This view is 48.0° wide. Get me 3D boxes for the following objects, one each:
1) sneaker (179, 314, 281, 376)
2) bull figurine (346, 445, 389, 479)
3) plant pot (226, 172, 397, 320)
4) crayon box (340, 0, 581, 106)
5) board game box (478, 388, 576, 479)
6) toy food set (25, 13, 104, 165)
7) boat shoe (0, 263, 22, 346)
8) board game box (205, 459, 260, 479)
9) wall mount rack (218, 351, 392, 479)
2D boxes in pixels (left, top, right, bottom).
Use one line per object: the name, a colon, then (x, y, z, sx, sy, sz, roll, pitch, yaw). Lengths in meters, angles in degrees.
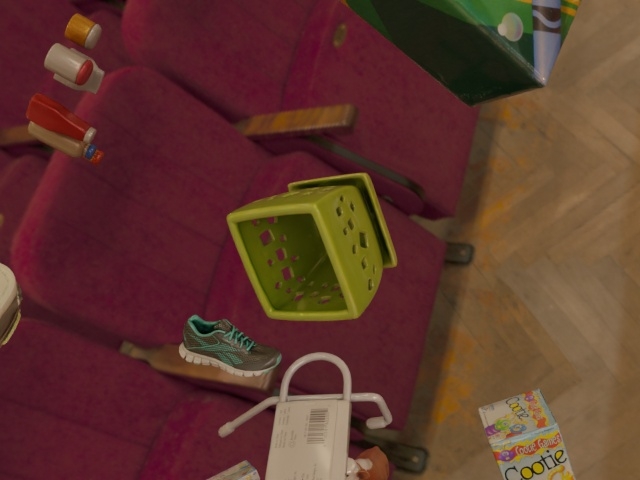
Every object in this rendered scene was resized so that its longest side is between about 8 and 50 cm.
sneaker: (-0.142, 0.159, 1.106, 0.166, 0.076, 0.065, 8, 29, 10)
bull figurine: (0.093, 0.578, 1.672, 0.101, 0.310, 0.188, 10, 90, 21)
plant pot: (0.000, 0.000, 1.334, 0.227, 0.228, 0.207, -4, 25, 41)
crayon box: (0.044, -0.259, 0.443, 0.083, 0.323, 0.203, -2, 59, 62)
board game box: (0.453, 0.483, 1.525, 0.142, 0.275, 0.144, -20, 16, 8)
toy food set: (-0.354, -0.203, 1.059, 0.232, 0.104, 0.111, -56, 11, 33)
boat shoe: (-0.498, 0.165, 0.922, 0.109, 0.091, 0.305, 27, 58, 10)
board game box: (-0.228, 0.574, 1.692, 0.154, 0.026, 0.103, -22, 5, -19)
wall mount rack: (-0.051, 0.348, 1.071, 0.304, 0.130, 0.350, -6, 47, 16)
